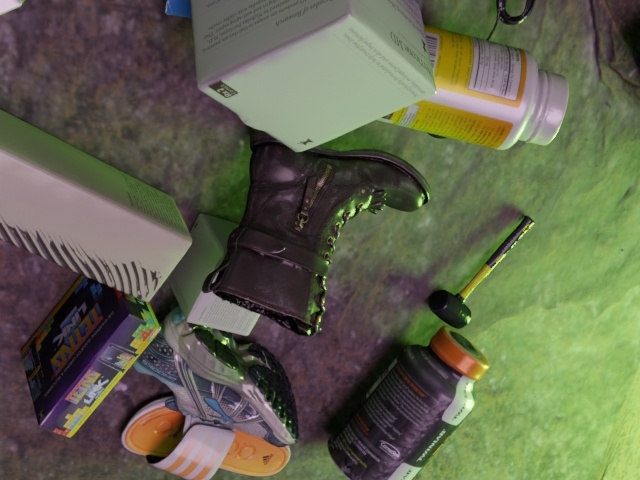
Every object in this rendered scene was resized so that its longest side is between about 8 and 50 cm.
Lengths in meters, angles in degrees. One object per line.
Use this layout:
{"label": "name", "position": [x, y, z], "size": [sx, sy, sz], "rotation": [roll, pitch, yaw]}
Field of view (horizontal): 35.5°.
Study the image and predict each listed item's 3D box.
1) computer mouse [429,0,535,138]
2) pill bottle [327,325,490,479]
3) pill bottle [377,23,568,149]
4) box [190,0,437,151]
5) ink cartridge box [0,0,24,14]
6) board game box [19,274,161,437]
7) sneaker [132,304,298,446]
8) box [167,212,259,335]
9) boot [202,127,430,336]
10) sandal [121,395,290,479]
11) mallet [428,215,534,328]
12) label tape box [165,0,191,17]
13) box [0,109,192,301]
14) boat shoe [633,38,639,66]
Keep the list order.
{"label": "computer mouse", "position": [0.191, -0.234, 1.208], "size": [0.071, 0.041, 0.242], "rotation": [28, 102, -10]}
{"label": "pill bottle", "position": [0.131, 0.238, 1.415], "size": [0.130, 0.130, 0.246], "rotation": [29, 105, -36]}
{"label": "pill bottle", "position": [0.166, -0.173, 1.140], "size": [0.214, 0.117, 0.117], "rotation": [13, 116, -7]}
{"label": "box", "position": [-0.007, -0.198, 1.012], "size": [0.181, 0.119, 0.181], "rotation": [-20, 153, 27]}
{"label": "ink cartridge box", "position": [-0.329, -0.238, 0.902], "size": [0.092, 0.143, 0.090], "rotation": [-26, 110, -8]}
{"label": "board game box", "position": [-0.268, 0.115, 1.145], "size": [0.048, 0.141, 0.170], "rotation": [33, 102, -36]}
{"label": "sneaker", "position": [-0.132, 0.185, 1.296], "size": [0.122, 0.110, 0.283], "rotation": [-28, 127, 17]}
{"label": "box", "position": [-0.115, 0.040, 1.193], "size": [0.087, 0.101, 0.102], "rotation": [18, 111, -32]}
{"label": "boot", "position": [0.000, 0.000, 1.154], "size": [0.262, 0.091, 0.229], "rotation": [16, 71, -23]}
{"label": "sandal", "position": [-0.138, 0.284, 1.353], "size": [0.265, 0.076, 0.102], "rotation": [22, 109, -34]}
{"label": "mallet", "position": [0.236, 0.046, 1.406], "size": [0.189, 0.039, 0.062], "rotation": [-43, 128, 0]}
{"label": "label tape box", "position": [0.009, -0.356, 0.993], "size": [0.249, 0.115, 0.348], "rotation": [6, 116, -27]}
{"label": "box", "position": [-0.278, -0.042, 1.061], "size": [0.275, 0.113, 0.094], "rotation": [28, 107, -34]}
{"label": "boat shoe", "position": [0.547, -0.111, 1.362], "size": [0.156, 0.187, 0.500], "rotation": [-30, 123, 2]}
